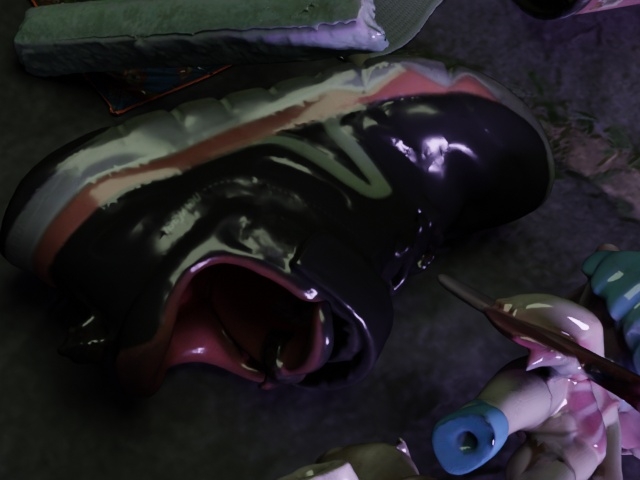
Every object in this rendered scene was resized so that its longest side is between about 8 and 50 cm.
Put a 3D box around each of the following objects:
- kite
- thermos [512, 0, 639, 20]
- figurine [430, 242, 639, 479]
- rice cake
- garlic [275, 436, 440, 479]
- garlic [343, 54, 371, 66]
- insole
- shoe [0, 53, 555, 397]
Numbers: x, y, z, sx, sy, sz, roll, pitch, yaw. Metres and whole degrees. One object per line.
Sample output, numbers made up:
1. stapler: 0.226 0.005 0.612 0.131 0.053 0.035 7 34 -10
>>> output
1. kite: -0.095 -0.130 1.002 0.190 0.010 0.159 15 53 -9
2. thermos: 0.274 -0.199 1.106 0.330 0.109 0.136 -13 61 -25
3. figurine: 0.131 0.089 0.814 0.205 0.103 0.260 63 27 4
4. rice cake: -0.063 -0.106 0.916 0.208 0.033 0.033 0 59 25
5. garlic: 0.001 0.137 0.745 0.131 0.194 0.127 -43 60 -9
6. garlic: -0.055 -0.256 1.000 0.232 0.246 0.340 -5 53 19
7. insole: 0.054 -0.146 1.065 0.053 0.002 0.153 44 55 14
8. shoe: 0.000 0.000 0.876 0.291 0.114 0.137 -14 60 -25
